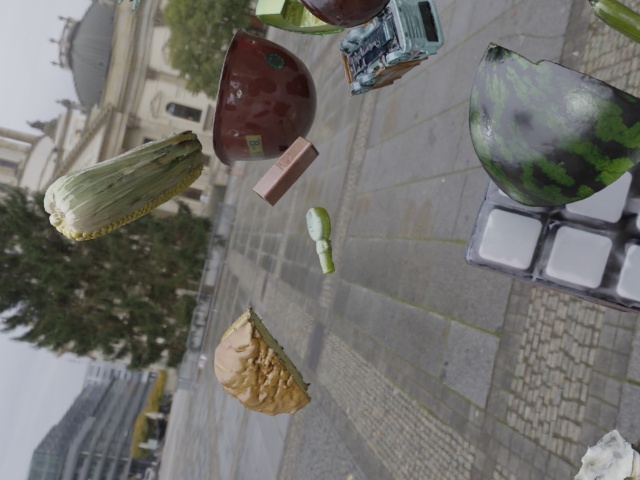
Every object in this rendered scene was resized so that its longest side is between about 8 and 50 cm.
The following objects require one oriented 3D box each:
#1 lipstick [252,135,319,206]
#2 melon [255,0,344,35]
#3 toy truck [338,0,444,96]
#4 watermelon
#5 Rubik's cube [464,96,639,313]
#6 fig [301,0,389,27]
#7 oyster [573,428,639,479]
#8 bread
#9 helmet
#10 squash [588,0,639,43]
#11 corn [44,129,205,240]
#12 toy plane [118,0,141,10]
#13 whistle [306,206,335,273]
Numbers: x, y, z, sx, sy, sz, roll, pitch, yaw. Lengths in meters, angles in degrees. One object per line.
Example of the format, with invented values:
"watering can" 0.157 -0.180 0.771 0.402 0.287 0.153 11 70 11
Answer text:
"lipstick" -0.069 -0.139 1.222 0.145 0.045 0.045 -48 -35 -5
"melon" -0.053 -0.542 1.456 0.118 0.210 0.064 9 96 51
"toy truck" 0.166 -0.447 1.414 0.305 0.162 0.136 166 90 -69
"watermelon" 0.250 -0.113 0.627 0.145 0.137 0.192 -123 11 -62
"Rubik's cube" 0.421 -0.062 0.998 0.305 0.304 0.300 17 -91 -79
"fig" 0.035 -0.489 1.060 0.214 0.235 0.235 -28 -24 -38
"oyster" 0.510 0.466 1.093 0.275 0.100 0.271 -4 -60 -65
"bread" -0.126 0.255 1.218 0.140 0.229 0.143 -32 18 6
"helmet" -0.124 -0.343 1.577 0.385 0.230 0.337 91 -170 -66
"squash" 0.601 -0.434 1.197 0.052 0.184 0.052 -61 1 2
"corn" -0.328 -0.105 1.059 0.305 0.122 0.123 -41 -6 -46
"toy plane" -0.411 -0.548 1.338 0.033 0.083 0.080 -145 38 -78
"whistle" 0.000 0.000 1.744 0.104 0.057 0.198 160 100 -68
